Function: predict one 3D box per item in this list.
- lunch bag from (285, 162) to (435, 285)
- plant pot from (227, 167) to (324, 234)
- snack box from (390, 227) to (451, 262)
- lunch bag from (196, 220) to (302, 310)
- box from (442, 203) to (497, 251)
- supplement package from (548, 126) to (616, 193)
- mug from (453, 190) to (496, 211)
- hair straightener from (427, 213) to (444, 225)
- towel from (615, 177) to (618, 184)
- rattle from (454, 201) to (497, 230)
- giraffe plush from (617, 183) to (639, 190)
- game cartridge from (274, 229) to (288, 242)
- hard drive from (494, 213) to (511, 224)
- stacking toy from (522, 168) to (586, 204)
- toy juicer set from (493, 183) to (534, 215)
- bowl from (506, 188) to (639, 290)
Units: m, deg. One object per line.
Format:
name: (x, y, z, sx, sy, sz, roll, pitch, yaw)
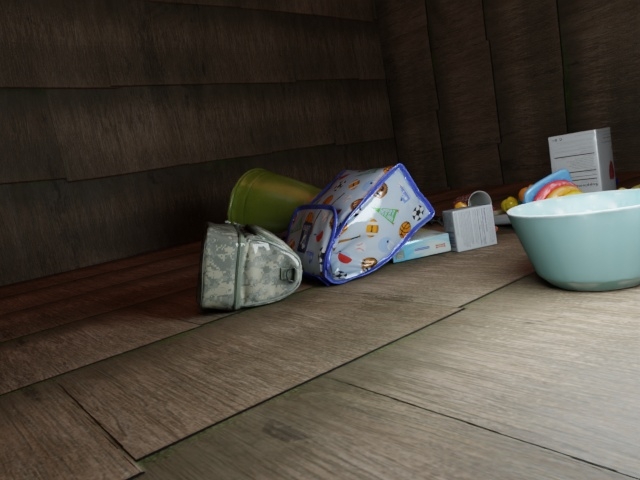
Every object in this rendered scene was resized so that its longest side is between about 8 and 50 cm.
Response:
lunch bag: (0.075, -0.038, 1.529, 0.385, 0.239, 0.328, -46, 20, -15)
plant pot: (-0.123, -0.100, 2.107, 0.353, 0.366, 0.366, 9, 16, 30)
snack box: (0.271, 0.008, 1.700, 0.187, 0.060, 0.322, -12, 8, -9)
lunch bag: (-0.192, 0.062, 1.380, 0.256, 0.212, 0.305, 6, 5, -13)
box: (0.456, -0.040, 1.581, 0.137, 0.126, 0.072, -11, 6, -13)
supplement package: (1.002, -0.268, 1.969, 0.175, 0.292, 0.178, -3, 10, 45)
mug: (0.683, -0.146, 2.310, 0.113, 0.150, 0.169, -48, 10, -7)
hair straightener: (0.479, -0.083, 2.245, 0.089, 0.047, 0.230, -10, 12, -5)
towel: (1.108, -0.206, 2.266, 0.308, 0.076, 0.228, -13, 1, -21)
rattle: (0.512, -0.070, 1.722, 0.200, 0.142, 0.130, -22, -5, -35)
giraffe plush: (1.021, -0.140, 1.573, 0.170, 0.210, 0.181, -38, 11, 2)
game cartridge: (-0.219, 0.049, 1.777, 0.355, 0.068, 0.230, -24, 8, -18)
hard drive: (0.743, -0.090, 1.783, 0.203, 0.040, 0.307, -10, 0, -3)
stacking toy: (0.733, -0.069, 1.466, 0.166, 0.175, 0.302, -32, 25, 1)
toy juicer set: (0.784, -0.128, 2.002, 0.209, 0.089, 0.329, -18, -16, -16)
bowl: (0.539, 0.000, 1.021, 0.312, 0.163, 0.311, -9, 8, 1)
